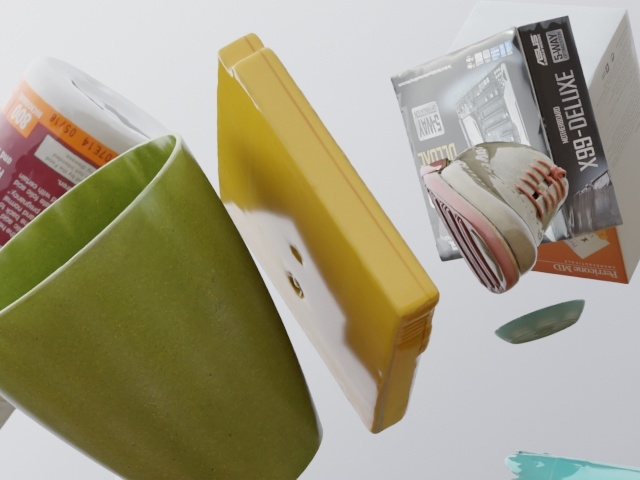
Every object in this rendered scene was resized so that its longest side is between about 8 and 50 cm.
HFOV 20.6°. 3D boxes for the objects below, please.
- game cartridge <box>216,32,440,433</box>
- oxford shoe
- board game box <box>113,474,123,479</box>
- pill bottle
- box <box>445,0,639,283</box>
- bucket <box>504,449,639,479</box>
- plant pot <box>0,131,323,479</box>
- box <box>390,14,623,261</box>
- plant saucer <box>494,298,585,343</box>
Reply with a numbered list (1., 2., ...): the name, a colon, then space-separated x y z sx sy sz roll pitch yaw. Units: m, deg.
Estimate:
1. game cartridge: 0.000 0.000 1.532 0.053 0.285 0.323 -29 -18 -15
2. oxford shoe: 0.179 -0.045 1.720 0.130 0.123 0.348 -28 14 4
3. board game box: -0.206 0.366 1.964 0.053 0.193 0.305 1 8 -8
4. pill bottle: -0.331 0.012 1.959 0.392 0.224 0.224 -54 -27 7
5. box: 0.310 -0.129 2.333 0.215 0.168 0.345 8 -41 29
6. bucket: 0.269 0.336 1.682 0.183 0.281 0.281 0 -16 15
7. plant pot: -0.140 0.103 1.553 0.275 0.293 0.275 -35 16 12
8. box: 0.210 -0.110 2.049 0.077 0.242 0.307 -15 2 -25
9. plant saucer: 0.273 0.103 2.163 0.119 0.021 0.119 -18 -13 -5
